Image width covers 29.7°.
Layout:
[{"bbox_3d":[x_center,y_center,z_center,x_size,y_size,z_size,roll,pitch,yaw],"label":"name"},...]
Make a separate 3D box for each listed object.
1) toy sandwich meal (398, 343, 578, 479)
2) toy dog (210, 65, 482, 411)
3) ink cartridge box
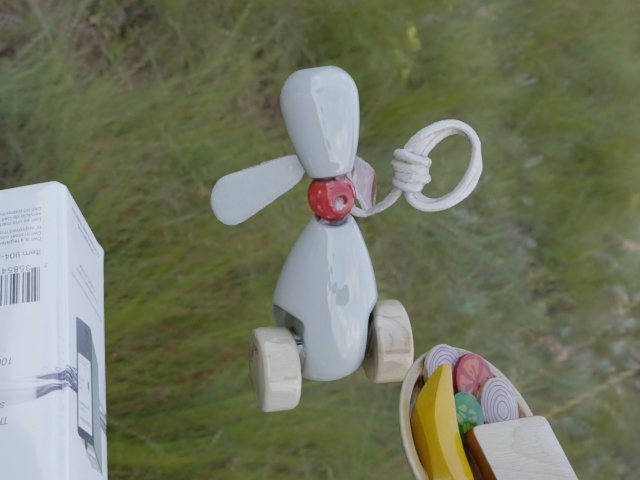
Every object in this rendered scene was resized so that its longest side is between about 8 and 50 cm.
[{"bbox_3d":[0.064,0.074,0.440,0.085,0.029,0.086,24,49,-31],"label":"toy sandwich meal"},{"bbox_3d":[0.000,0.000,1.176,0.161,0.220,0.334,40,-66,65],"label":"toy dog"},{"bbox_3d":[-0.262,0.112,0.863,0.115,0.198,0.273,76,6,-59],"label":"ink cartridge box"}]
